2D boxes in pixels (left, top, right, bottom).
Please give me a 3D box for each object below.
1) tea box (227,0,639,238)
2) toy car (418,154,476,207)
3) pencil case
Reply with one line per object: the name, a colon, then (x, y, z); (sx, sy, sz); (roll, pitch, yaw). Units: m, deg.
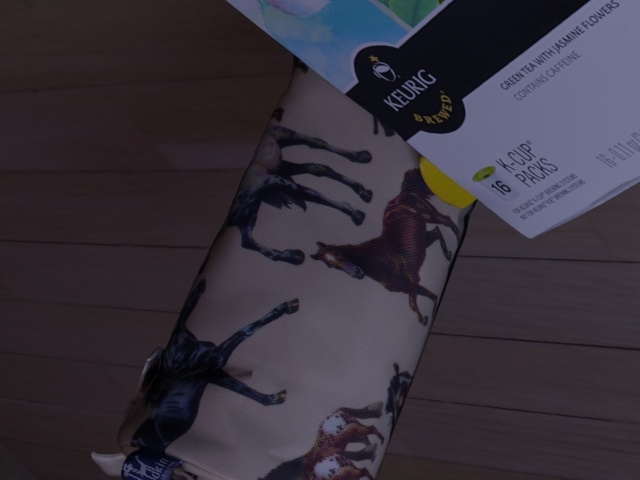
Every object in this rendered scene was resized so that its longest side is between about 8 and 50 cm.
tea box: (0.089, -0.244, 0.786); (0.323, 0.329, 0.220); (36, 154, -8)
toy car: (0.168, -0.138, 1.132); (0.239, 0.053, 0.225); (-9, 121, -1)
pencil case: (0.000, 0.000, 1.234); (0.183, 0.410, 0.160); (19, 167, 8)
